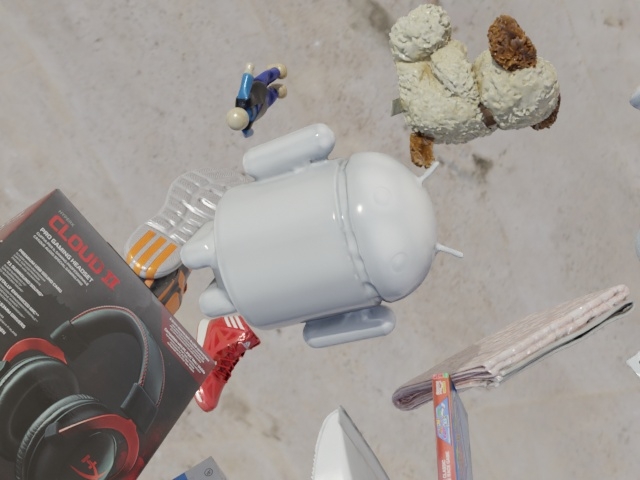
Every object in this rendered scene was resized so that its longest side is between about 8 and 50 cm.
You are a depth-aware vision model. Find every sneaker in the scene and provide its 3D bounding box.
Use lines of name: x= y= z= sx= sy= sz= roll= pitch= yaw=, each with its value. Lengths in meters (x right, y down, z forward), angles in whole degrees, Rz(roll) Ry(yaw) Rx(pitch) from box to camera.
sneaker: x=-0.239 y=0.007 z=1.651 sx=0.125 sy=0.321 sz=0.180 roll=34 pitch=135 yaw=12
sneaker: x=-0.193 y=0.241 z=1.988 sx=0.128 sy=0.221 sz=0.087 roll=-17 pitch=141 yaw=17

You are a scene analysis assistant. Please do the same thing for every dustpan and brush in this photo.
dustpan and brush: x=0.021 y=0.260 z=0.774 sx=0.060 sy=0.211 sz=0.147 roll=-18 pitch=133 yaw=12

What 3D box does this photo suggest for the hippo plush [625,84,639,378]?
hippo plush: x=0.346 y=-0.050 z=0.846 sx=0.236 sy=0.294 sz=0.234 roll=59 pitch=167 yaw=-26

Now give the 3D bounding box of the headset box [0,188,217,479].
headset box: x=-0.237 y=0.116 z=0.800 sx=0.110 sy=0.293 sz=0.218 roll=-24 pitch=112 yaw=40

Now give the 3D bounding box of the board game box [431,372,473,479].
board game box: x=0.182 y=0.334 z=1.289 sx=0.027 sy=0.281 sz=0.145 roll=-9 pitch=145 yaw=14

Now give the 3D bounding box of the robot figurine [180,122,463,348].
robot figurine: x=0.000 y=0.000 z=1.262 sx=0.354 sy=0.200 sz=0.299 roll=-13 pitch=110 yaw=17

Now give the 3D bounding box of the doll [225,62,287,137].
doll: x=-0.110 y=-0.235 z=1.605 sx=0.046 sy=0.189 sz=0.129 roll=12 pitch=125 yaw=17

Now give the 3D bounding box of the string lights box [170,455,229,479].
string lights box: x=-0.187 y=0.346 z=0.968 sx=0.260 sy=0.133 sz=0.076 roll=-29 pitch=141 yaw=-7

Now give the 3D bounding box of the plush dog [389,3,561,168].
plush dog: x=0.242 y=-0.221 z=1.446 sx=0.225 sy=0.210 sz=0.262 roll=-8 pitch=152 yaw=27

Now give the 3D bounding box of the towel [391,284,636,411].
towel: x=0.317 y=0.184 z=1.617 sx=0.053 sy=0.332 sz=0.317 roll=65 pitch=152 yaw=4
